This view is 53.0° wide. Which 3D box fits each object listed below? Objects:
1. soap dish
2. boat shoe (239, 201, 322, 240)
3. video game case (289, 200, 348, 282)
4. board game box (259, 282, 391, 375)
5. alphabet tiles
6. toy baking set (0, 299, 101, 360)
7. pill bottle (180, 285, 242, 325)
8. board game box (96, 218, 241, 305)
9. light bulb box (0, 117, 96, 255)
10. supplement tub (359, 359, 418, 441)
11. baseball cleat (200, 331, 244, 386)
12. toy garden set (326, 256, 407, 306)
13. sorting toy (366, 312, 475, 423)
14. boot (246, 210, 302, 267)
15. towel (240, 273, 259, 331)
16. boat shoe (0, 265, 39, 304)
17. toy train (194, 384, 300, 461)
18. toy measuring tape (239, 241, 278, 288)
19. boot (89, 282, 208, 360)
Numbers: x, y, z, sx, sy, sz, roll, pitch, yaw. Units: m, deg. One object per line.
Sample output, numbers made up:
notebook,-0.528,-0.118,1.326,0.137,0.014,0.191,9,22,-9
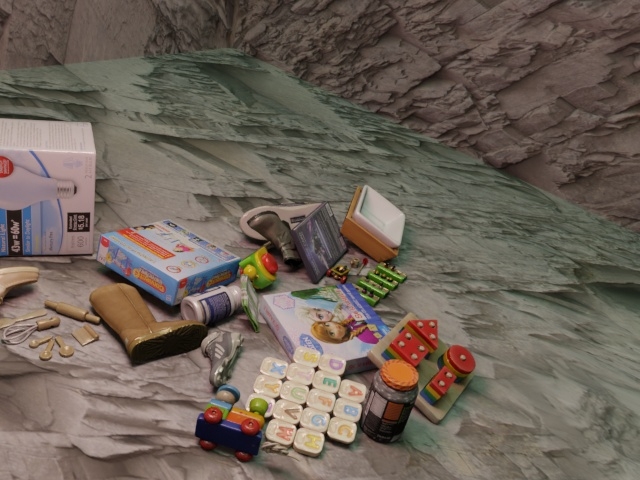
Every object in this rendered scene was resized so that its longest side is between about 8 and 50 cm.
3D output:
soap dish,0.193,-0.063,2.370,0.229,0.118,0.291,37,29,-8
boat shoe,-0.144,-0.071,2.314,0.341,0.127,0.158,-5,4,-25
video game case,0.000,0.000,2.200,0.026,0.196,0.274,-14,16,32
board game box,0.029,0.259,1.878,0.318,0.066,0.318,-6,36,-31
alphabet tiles,-0.033,0.392,1.603,0.278,0.021,0.284,17,45,5
toy baking set,-0.708,0.222,1.669,0.256,0.030,0.197,20,31,10
pill bottle,-0.305,0.184,1.837,0.169,0.094,0.094,-18,43,-42
board game box,-0.454,0.055,1.945,0.308,0.086,0.302,27,22,22
light bulb box,-0.868,-0.158,1.912,0.361,0.357,0.225,-2,32,-23
supplement tub,0.173,0.395,1.590,0.117,0.190,0.117,11,30,-6
baseball cleat,-0.273,0.310,1.685,0.109,0.072,0.206,5,24,11
toy garden set,0.160,0.113,2.194,0.204,0.049,0.244,28,33,22
sorting toy,0.301,0.327,1.781,0.257,0.089,0.255,44,38,12
boot,-0.133,0.001,2.096,0.246,0.083,0.161,24,36,-62
towel,-0.202,0.180,1.876,0.023,0.113,0.152,-20,34,4
boat shoe,-0.882,0.143,1.676,0.302,0.109,0.098,-17,82,-42
toy train,-0.151,0.426,1.487,0.248,0.105,0.143,16,30,4
toy measuring tape,-0.182,0.083,2.076,0.121,0.121,0.330,17,13,6
boot,-0.468,0.202,1.749,0.236,0.089,0.269,-5,31,-40
